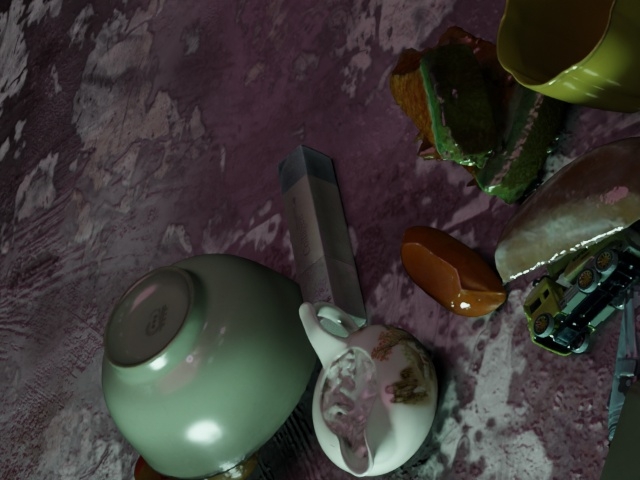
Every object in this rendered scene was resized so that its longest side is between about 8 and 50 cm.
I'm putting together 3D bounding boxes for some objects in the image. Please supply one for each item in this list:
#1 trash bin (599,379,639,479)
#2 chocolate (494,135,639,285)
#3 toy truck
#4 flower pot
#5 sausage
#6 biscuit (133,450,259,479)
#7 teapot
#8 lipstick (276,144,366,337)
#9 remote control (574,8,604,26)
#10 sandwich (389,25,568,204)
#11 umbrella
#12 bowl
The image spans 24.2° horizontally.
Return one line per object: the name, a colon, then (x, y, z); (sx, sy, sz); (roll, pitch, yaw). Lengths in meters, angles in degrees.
trash bin: (0.415, 0.251, 1.536); (0.240, 0.122, 0.164); (13, 85, 56)
chocolate: (0.312, -0.052, 1.784); (0.261, 0.083, 0.161); (-30, 11, 41)
toy truck: (0.318, 0.051, 1.799); (0.169, 0.077, 0.100); (-50, 33, 27)
flower pot: (0.342, -0.248, 1.824); (0.195, 0.179, 0.195); (-26, 54, 42)
sausage: (0.171, 0.041, 1.993); (0.179, 0.089, 0.089); (38, 105, 44)
biscuit: (-0.193, 0.307, 2.273); (0.283, 0.064, 0.432); (-15, 47, 48)
teapot: (0.059, 0.204, 2.012); (0.204, 0.139, 0.298); (-54, 39, 25)
lipstick: (0.000, 0.000, 2.251); (0.066, 0.068, 0.317); (-40, 45, 32)
remote control: (0.322, -0.365, 1.997); (0.047, 0.087, 0.244); (89, 167, -46)
sandwich: (0.192, -0.209, 2.021); (0.301, 0.162, 0.250); (25, 89, 52)
umbrella: (0.361, 0.169, 1.704); (0.052, 0.053, 0.250); (-15, 63, 58)
bowl: (-0.196, 0.157, 2.202); (0.354, 0.185, 0.354); (-25, 44, 26)
